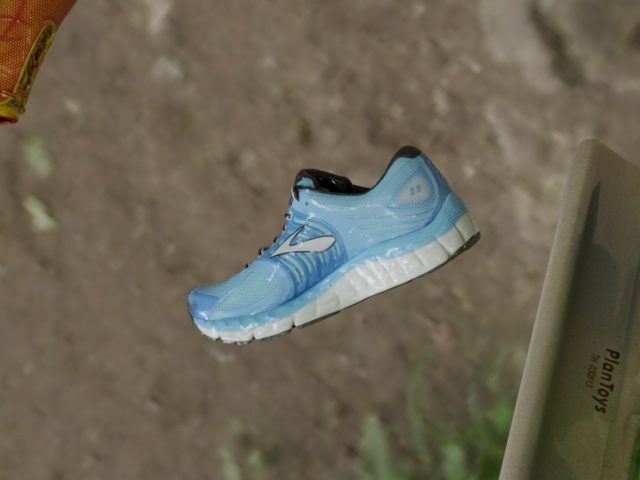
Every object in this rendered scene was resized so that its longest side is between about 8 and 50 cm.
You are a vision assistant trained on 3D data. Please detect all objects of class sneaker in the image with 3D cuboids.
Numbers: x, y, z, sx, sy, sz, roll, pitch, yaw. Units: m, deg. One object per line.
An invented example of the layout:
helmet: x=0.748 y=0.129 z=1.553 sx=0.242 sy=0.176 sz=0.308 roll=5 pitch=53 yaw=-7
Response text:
sneaker: x=0.000 y=0.000 z=1.003 sx=0.073 sy=0.162 sz=0.063 roll=65 pitch=-157 yaw=-1
sneaker: x=-0.203 y=-0.112 z=1.286 sx=0.067 sy=0.175 sz=0.064 roll=39 pitch=177 yaw=16

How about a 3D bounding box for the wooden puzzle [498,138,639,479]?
wooden puzzle: x=0.266 y=0.087 z=0.912 sx=0.348 sy=0.322 sz=0.080 roll=18 pitch=133 yaw=2
